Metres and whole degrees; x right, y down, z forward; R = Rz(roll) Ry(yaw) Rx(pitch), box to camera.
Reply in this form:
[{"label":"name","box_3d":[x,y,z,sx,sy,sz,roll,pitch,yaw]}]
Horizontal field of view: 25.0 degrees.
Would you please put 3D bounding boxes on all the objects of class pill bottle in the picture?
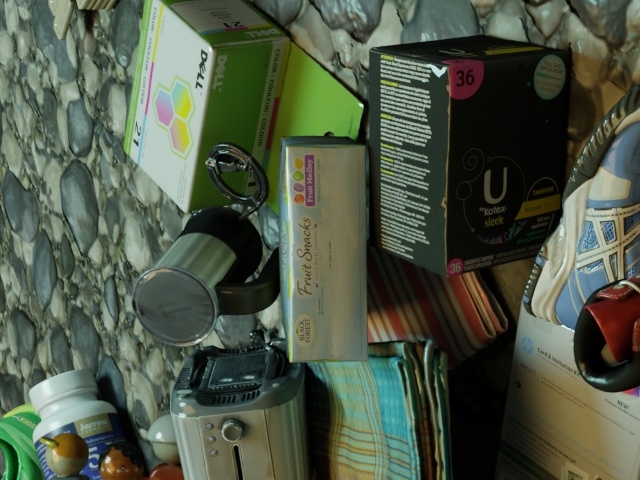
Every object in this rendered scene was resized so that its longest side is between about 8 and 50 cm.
[{"label":"pill bottle","box_3d":[-0.298,0.263,1.817,0.112,0.112,0.187,-42,66,52]}]

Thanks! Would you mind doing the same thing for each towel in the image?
[{"label":"towel","box_3d":[0.085,0.052,1.278,0.197,0.029,0.144,-44,63,54]},{"label":"towel","box_3d":[0.043,0.223,1.238,0.370,0.040,0.272,160,108,-76]}]

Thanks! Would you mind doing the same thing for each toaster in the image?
[{"label":"toaster","box_3d":[-0.073,0.188,1.422,0.227,0.129,0.146,-90,-6,-77]}]

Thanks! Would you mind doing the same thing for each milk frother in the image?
[{"label":"milk frother","box_3d":[-0.106,0.001,1.343,0.129,0.135,0.143,-15,110,23]}]

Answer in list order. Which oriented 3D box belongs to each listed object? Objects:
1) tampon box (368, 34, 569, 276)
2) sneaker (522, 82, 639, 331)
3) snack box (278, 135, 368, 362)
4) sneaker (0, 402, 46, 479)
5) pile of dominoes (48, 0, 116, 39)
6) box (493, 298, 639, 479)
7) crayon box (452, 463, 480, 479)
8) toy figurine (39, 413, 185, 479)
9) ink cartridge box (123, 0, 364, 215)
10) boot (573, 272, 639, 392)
[{"label":"tampon box","box_3d":[0.112,-0.069,1.115,0.101,0.120,0.161,22,118,51]},{"label":"sneaker","box_3d":[0.218,-0.021,1.035,0.081,0.080,0.211,30,127,22]},{"label":"snack box","box_3d":[0.000,0.000,1.224,0.207,0.070,0.175,-129,38,-83]},{"label":"sneaker","box_3d":[-0.390,0.373,1.973,0.109,0.123,0.296,-18,85,55]},{"label":"pile of dominoes","box_3d":[-0.284,-0.384,1.688,0.196,0.040,0.251,-43,56,52]},{"label":"box","box_3d":[0.204,0.152,1.124,0.145,0.038,0.186,32,126,47]},{"label":"crayon box","box_3d":[0.178,0.341,1.182,0.318,0.081,0.202,25,119,49]},{"label":"toy figurine","box_3d":[-0.187,0.268,1.575,0.213,0.209,0.148,0,89,58]},{"label":"ink cartridge box","box_3d":[-0.080,-0.110,1.403,0.255,0.097,0.189,44,133,40]},{"label":"boot","box_3d":[0.258,0.007,0.881,0.088,0.176,0.244,59,140,28]}]
